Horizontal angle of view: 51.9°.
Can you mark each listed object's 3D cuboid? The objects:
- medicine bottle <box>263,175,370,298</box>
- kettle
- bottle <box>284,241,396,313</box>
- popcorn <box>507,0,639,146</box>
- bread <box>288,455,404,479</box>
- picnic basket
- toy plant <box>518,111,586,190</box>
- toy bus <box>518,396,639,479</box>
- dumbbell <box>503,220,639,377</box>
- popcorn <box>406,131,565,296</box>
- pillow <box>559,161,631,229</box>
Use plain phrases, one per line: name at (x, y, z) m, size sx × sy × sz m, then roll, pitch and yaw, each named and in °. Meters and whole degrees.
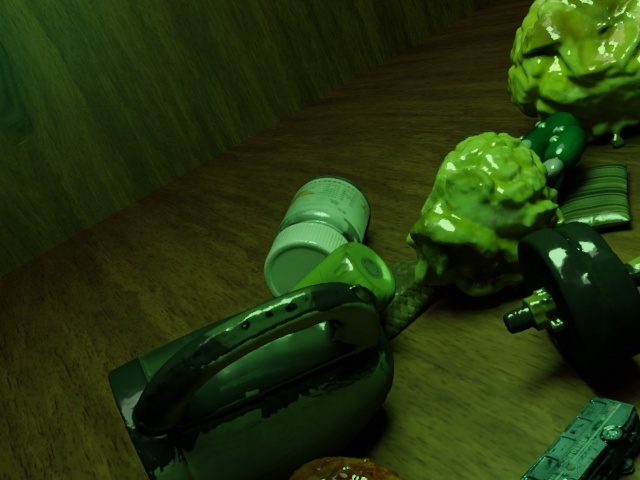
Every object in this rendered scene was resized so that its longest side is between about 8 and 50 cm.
medicine bottle at (0.000, 0.000, 1.224) m, size 0.165 × 0.165 × 0.273 m, roll -16°, pitch 23°, yaw 19°
kettle at (-0.061, 0.163, 0.776) m, size 0.324 × 0.321 × 0.228 m, roll -25°, pitch 56°, yaw -17°
bottle at (-0.012, 0.117, 0.975) m, size 0.260 × 0.112 × 0.112 m, roll -43°, pitch 14°, yaw 26°
popcorn at (0.537, -0.378, 1.284) m, size 0.349 × 0.349 × 0.381 m, roll -8°, pitch 64°, yaw 33°
bread at (0.052, 0.296, 0.626) m, size 0.139 × 0.095 × 0.269 m, roll -40°, pitch 30°, yaw -16°
picnic basket at (0.106, 0.096, 1.056) m, size 0.193 × 0.054 × 0.110 m, roll -38°, pitch 27°, yaw -26°
toy plant at (0.376, -0.127, 1.170) m, size 0.232 × 0.112 × 0.243 m, roll -48°, pitch 2°, yaw 38°
toy bus at (0.253, 0.223, 0.646) m, size 0.166 × 0.047 × 0.065 m, roll -35°, pitch 20°, yaw -27°
dumbbell at (0.398, 0.026, 0.761) m, size 0.388 × 0.185 × 0.185 m, roll -23°, pitch 23°, yaw 4°
popcorn at (0.252, -0.031, 0.992) m, size 0.212 × 0.259 × 0.259 m, roll 18°, pitch 35°, yaw 9°
pillow at (0.456, -0.073, 1.099) m, size 0.113 × 0.038 × 0.203 m, roll -10°, pitch 28°, yaw 30°
